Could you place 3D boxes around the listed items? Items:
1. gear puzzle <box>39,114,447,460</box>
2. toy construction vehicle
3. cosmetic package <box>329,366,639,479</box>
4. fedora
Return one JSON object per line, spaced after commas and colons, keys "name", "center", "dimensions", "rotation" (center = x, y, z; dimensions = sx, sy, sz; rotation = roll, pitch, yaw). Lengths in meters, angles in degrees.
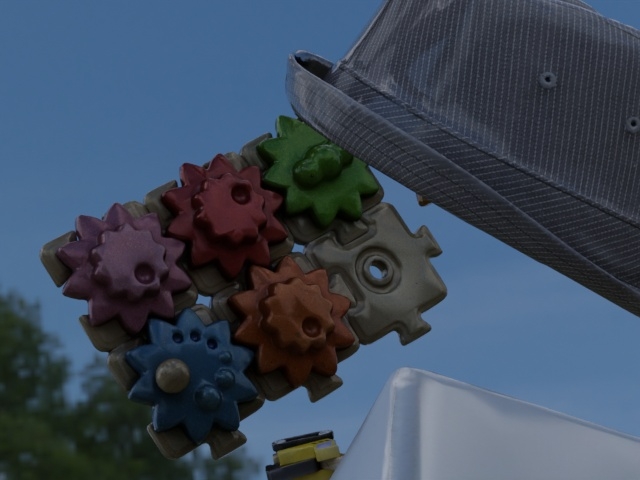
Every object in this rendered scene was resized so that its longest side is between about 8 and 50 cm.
{"name": "gear puzzle", "center": [0.000, 0.000, 1.241], "dimensions": [0.339, 0.175, 0.044], "rotation": [-29, -8, -30]}
{"name": "toy construction vehicle", "center": [0.009, 0.144, 1.000], "dimensions": [0.098, 0.086, 0.035], "rotation": [-10, 7, 1]}
{"name": "cosmetic package", "center": [0.185, 0.224, 0.563], "dimensions": [0.453, 0.161, 0.230], "rotation": [18, -48, -12]}
{"name": "fedora", "center": [0.121, -0.061, 0.989], "dimensions": [0.275, 0.244, 0.124], "rotation": [29, -82, -8]}
